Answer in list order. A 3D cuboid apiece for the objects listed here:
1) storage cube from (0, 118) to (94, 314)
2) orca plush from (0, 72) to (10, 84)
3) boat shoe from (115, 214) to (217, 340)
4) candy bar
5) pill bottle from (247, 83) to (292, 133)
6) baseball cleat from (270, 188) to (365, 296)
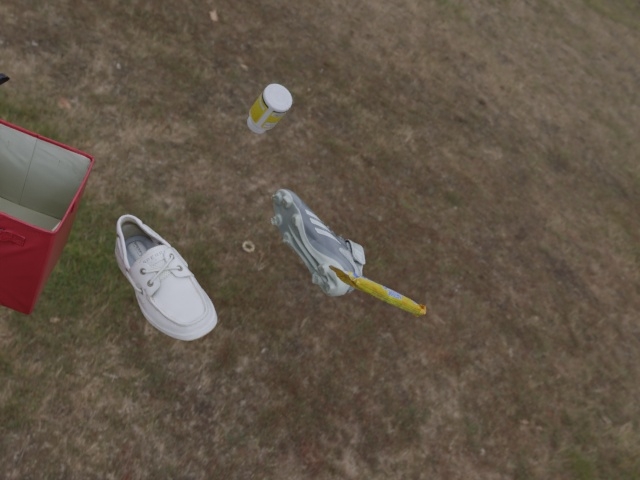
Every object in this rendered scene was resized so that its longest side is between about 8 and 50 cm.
[{"bbox_3d":[-0.474,-0.039,0.984,0.183,0.193,0.215,22,38,-16],"label":"storage cube"},{"bbox_3d":[-0.634,-0.397,1.156,0.287,0.151,0.102,52,27,1],"label":"orca plush"},{"bbox_3d":[-0.266,0.053,1.060,0.098,0.096,0.277,-30,50,-27],"label":"boat shoe"},{"bbox_3d":[0.073,0.064,0.802,0.161,0.018,0.040,26,-2,-41],"label":"candy bar"},{"bbox_3d":[-0.112,-0.274,1.383,0.065,0.116,0.065,12,63,-26],"label":"pill bottle"},{"bbox_3d":[0.000,0.000,1.070,0.109,0.072,0.206,-13,66,-41],"label":"baseball cleat"}]
